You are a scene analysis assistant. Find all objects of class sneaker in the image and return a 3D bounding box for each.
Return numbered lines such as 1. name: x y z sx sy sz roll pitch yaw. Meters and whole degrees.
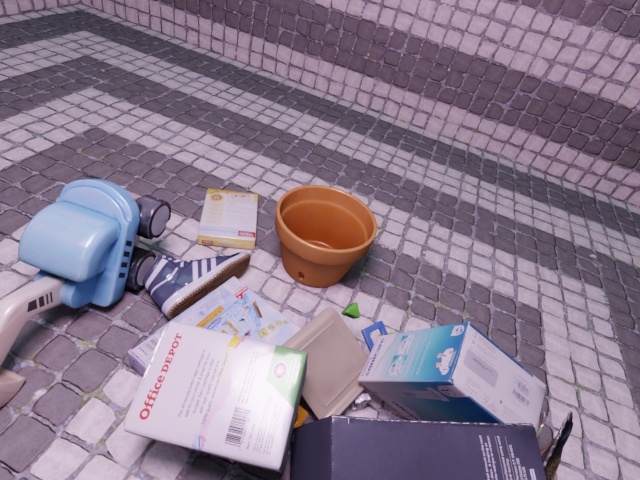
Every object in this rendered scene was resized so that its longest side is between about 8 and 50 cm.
1. sneaker: -0.332 0.078 1.087 0.153 0.099 0.282 37 48 20

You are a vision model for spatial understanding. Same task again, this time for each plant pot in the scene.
1. plant pot: 0.000 0.000 1.200 0.291 0.203 0.290 9 42 -8

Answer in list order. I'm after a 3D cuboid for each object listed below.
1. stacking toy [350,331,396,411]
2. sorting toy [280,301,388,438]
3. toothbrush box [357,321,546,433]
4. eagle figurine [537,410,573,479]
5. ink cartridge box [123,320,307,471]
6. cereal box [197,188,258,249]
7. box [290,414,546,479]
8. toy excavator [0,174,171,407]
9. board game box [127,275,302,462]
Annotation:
1. stacking toy: 0.138 0.313 1.012 0.221 0.052 0.167 -6 46 -24
2. sorting toy: 0.011 0.280 0.917 0.348 0.047 0.196 -36 90 -30
3. toothbrush box: 0.252 0.293 0.829 0.216 0.295 0.126 38 59 -10
4. eagle figurine: 0.403 0.472 0.768 0.225 0.226 0.298 -2 76 -47
5. ink cartridge box: -0.181 0.291 0.762 0.278 0.117 0.201 11 58 5
6. cereal box: -0.293 -0.074 1.306 0.173 0.047 0.240 6 42 -11
7. box: 0.125 0.401 0.667 0.313 0.343 0.178 8 61 -9
8. toy excavator: -0.574 0.081 0.885 0.223 0.432 0.445 20 13 4
9. board game box: -0.203 0.269 0.939 0.318 0.065 0.319 34 44 19
